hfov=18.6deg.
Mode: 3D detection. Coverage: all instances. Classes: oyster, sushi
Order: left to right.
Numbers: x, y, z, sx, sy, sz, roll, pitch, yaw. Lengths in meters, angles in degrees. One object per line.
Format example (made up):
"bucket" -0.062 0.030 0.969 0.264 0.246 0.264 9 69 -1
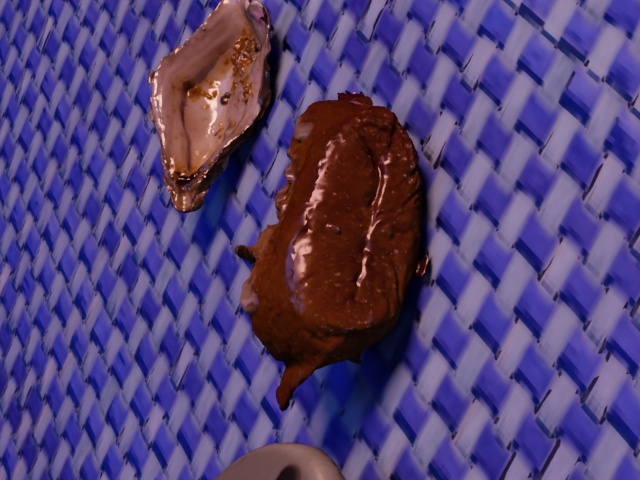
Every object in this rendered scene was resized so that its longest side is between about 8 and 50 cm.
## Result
"oyster" -0.044 -0.059 0.817 0.051 0.034 0.093 35 96 41
"sushi" 0.003 0.002 0.692 0.060 0.061 0.118 -25 35 62

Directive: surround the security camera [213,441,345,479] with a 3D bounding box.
"security camera" -0.023 0.209 0.624 0.157 0.080 0.301 -41 34 47
